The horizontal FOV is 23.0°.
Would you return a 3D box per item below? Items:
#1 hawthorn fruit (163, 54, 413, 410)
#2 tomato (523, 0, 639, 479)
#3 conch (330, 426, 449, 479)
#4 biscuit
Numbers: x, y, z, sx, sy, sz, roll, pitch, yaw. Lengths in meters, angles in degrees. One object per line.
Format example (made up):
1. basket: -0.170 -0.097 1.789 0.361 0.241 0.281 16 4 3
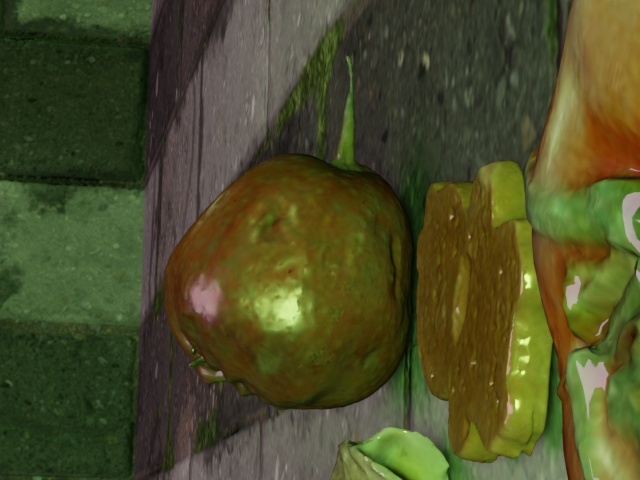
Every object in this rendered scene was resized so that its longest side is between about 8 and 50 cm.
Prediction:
1. hawthorn fruit: 0.000 0.015 0.875 0.189 0.149 0.149 -47 23 11
2. tomato: 0.107 0.006 0.293 0.236 0.095 0.237 180 90 -69
3. conch: -0.028 0.245 0.828 0.324 0.186 0.263 102 148 -41
4. biscuit: 0.074 0.033 0.710 0.184 0.027 0.133 159 113 -79
